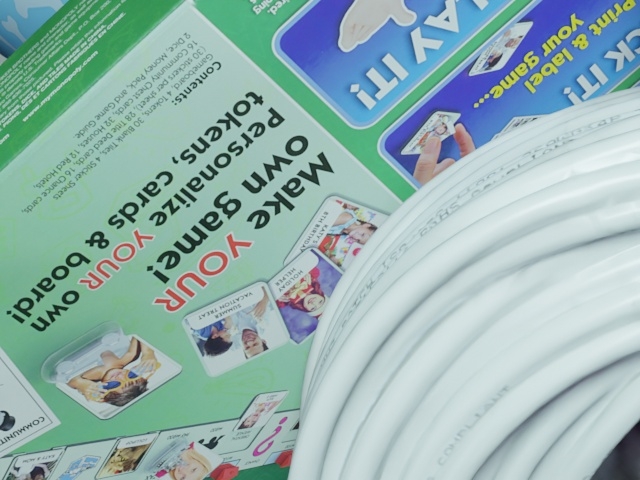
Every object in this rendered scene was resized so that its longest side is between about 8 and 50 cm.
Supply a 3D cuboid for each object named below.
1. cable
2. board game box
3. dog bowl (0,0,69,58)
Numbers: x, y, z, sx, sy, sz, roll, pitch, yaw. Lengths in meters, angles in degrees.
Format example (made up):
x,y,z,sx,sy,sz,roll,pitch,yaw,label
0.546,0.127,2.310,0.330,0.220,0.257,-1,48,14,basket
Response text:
x,y,z,sx,sy,sz,roll,pitch,yaw,label
0.116,0.073,0.447,0.257,0.089,0.257,-26,113,11,cable
0.000,0.000,0.474,0.317,0.213,0.046,-41,41,10,board game box
-0.037,-0.179,0.500,0.074,0.166,0.297,15,94,24,dog bowl
